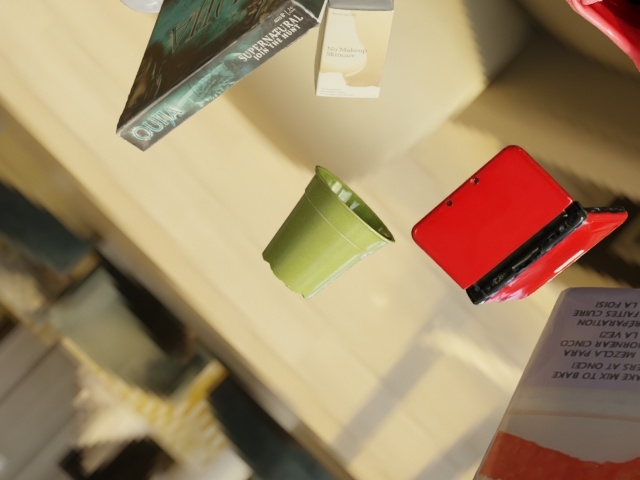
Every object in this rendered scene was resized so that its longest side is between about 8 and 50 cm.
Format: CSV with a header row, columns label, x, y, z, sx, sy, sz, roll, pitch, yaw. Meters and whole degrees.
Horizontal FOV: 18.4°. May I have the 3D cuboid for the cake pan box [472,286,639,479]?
label,x,y,z,sx,sy,sz,roll,pitch,yaw
cake pan box,0.148,0.116,0.484,0.267,0.246,0.070,2,134,32

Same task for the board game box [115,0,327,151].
label,x,y,z,sx,sy,sz,roll,pitch,yaw
board game box,-0.050,-0.142,1.199,0.026,0.126,0.186,34,140,-23

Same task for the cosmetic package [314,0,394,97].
label,x,y,z,sx,sy,sz,roll,pitch,yaw
cosmetic package,0.028,-0.176,1.721,0.115,0.060,0.041,97,173,-53

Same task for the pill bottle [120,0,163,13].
label,x,y,z,sx,sy,sz,roll,pitch,yaw
pill bottle,-0.144,-0.226,1.630,0.067,0.067,0.120,46,-176,-15

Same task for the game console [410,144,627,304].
label,x,y,z,sx,sy,sz,roll,pitch,yaw
game console,0.178,-0.015,1.767,0.124,0.144,0.085,-3,-121,-50

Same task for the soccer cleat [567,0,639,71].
label,x,y,z,sx,sy,sz,roll,pitch,yaw
soccer cleat,0.208,-0.260,1.592,0.108,0.116,0.318,-19,136,34

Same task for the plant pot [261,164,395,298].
label,x,y,z,sx,sy,sz,roll,pitch,yaw
plant pot,0.000,0.000,1.493,0.083,0.079,0.083,42,-170,-10
